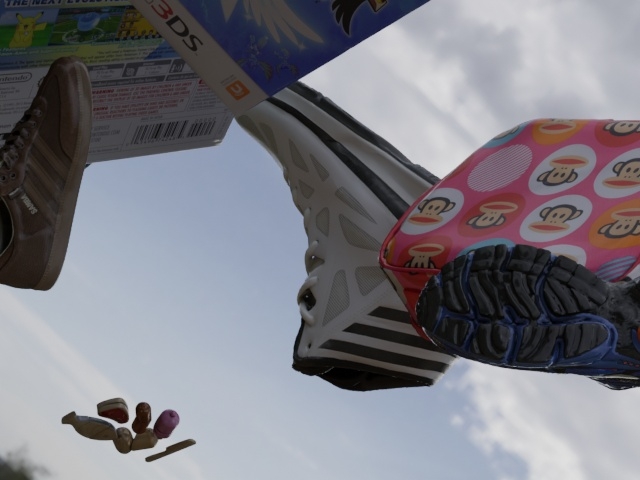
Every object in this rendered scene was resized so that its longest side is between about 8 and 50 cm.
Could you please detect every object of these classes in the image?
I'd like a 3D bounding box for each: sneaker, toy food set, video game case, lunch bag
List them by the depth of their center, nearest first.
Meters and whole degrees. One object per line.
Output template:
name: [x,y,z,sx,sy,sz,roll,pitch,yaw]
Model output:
sneaker: [0.170,0.061,0.941,0.221,0.083,0.087,7,-28,9]
video game case: [-0.039,-0.244,1.073,0.269,0.061,0.244,-27,-62,34]
sneaker: [-0.226,-0.057,1.159,0.071,0.188,0.066,10,-5,-27]
lunch bag: [0.198,0.007,1.267,0.293,0.258,0.120,7,-48,49]
video game case: [-0.176,-0.187,1.342,0.036,0.329,0.300,53,-47,28]
toy food set: [-0.170,0.166,1.354,0.122,0.078,0.019,41,32,-49]
sneaker: [0.000,0.000,1.629,0.447,0.257,0.169,38,2,37]

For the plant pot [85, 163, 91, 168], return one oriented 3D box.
plant pot: [-0.343,-0.146,1.666,0.195,0.290,0.290,52,-16,-5]
